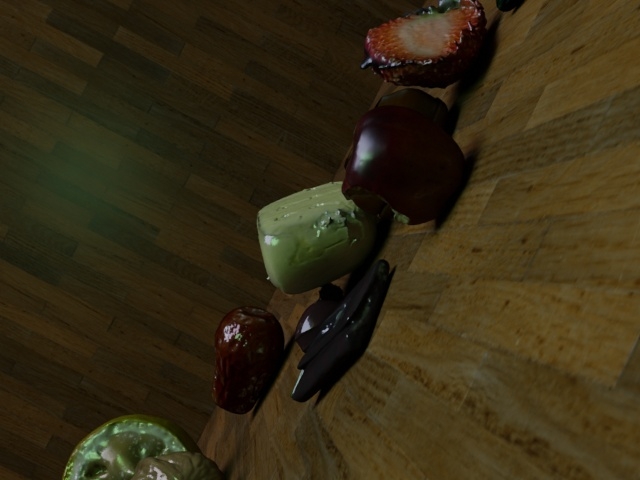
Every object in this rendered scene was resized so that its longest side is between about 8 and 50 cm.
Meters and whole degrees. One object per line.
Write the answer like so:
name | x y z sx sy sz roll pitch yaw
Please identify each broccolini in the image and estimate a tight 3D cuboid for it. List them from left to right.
broccolini | -0.009 0.187 1.682 0.054 0.051 0.239 -40 29 61

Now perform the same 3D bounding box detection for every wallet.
wallet | 0.033 0.142 1.415 0.182 0.049 0.229 -62 6 -37

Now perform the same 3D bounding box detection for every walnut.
walnut | -0.293 0.529 1.806 0.225 0.225 0.261 -66 5 -32

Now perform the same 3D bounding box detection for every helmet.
helmet | -0.003 0.149 1.603 0.123 0.070 0.098 -67 6 -31

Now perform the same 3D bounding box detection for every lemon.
lemon | -0.419 0.584 2.098 0.364 0.364 0.364 -62 5 9

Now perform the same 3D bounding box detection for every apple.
apple | 0.117 -0.106 1.244 0.156 0.158 0.147 -76 0 -67

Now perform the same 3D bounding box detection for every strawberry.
strawberry | 0.185 -0.316 1.596 0.233 0.137 0.306 -12 30 19

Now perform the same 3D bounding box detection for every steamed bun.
steamed bun | 0.000 0.000 1.691 0.273 0.232 0.166 -112 5 -73

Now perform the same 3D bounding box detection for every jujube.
jujube | -0.183 0.287 2.167 0.190 0.190 0.255 -96 27 -81

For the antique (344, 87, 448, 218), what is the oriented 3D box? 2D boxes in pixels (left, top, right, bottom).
antique | 0.129 -0.159 1.566 0.223 0.129 0.278 -58 4 48

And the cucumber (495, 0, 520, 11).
cucumber | 0.328 -0.427 1.421 0.214 0.052 0.058 125 143 -69

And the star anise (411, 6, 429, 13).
star anise | 0.296 -0.577 2.081 0.218 0.148 0.227 35 114 43
